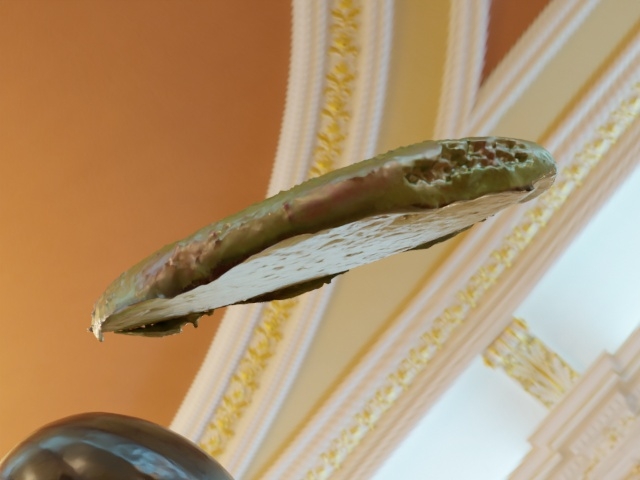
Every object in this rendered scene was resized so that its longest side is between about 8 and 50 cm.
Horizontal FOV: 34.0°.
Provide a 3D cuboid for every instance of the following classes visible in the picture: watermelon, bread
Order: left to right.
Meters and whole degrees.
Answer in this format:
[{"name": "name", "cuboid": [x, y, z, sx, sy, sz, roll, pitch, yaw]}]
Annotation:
[{"name": "watermelon", "cuboid": [-0.213, 0.347, 1.164, 0.359, 0.279, 0.279, 25, -77, 19]}, {"name": "bread", "cuboid": [-0.002, 0.002, 0.648, 0.301, 0.301, 0.045, -18, -98, -9]}]
